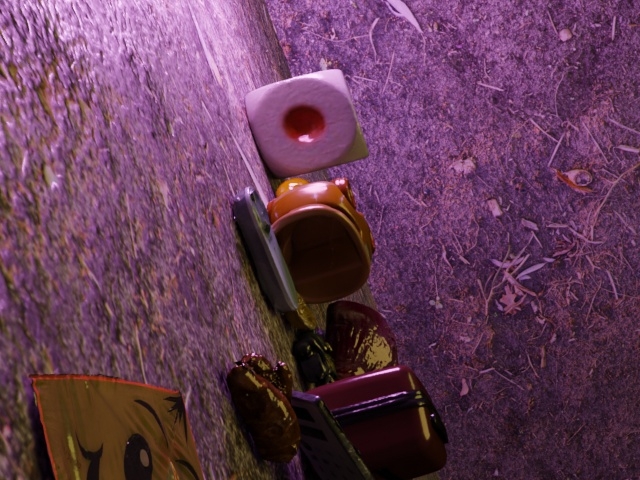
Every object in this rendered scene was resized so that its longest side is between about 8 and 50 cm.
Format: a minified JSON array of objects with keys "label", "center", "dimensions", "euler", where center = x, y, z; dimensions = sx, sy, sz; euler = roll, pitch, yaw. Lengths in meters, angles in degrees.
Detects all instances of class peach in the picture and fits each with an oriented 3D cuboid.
[{"label":"peach","center":[-0.050,-0.068,1.665],"dimensions":[0.179,0.103,0.179],"euler":[-21,90,-80]}]

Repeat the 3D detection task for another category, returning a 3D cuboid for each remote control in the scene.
[{"label":"remote control","center":[-0.100,0.020,1.278],"dimensions":[0.104,0.052,0.247],"euler":[-79,149,-78]}]

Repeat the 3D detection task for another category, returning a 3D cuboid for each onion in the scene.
[{"label":"onion","center":[0.095,0.288,1.530],"dimensions":[0.348,0.159,0.267],"euler":[-77,158,-67]}]

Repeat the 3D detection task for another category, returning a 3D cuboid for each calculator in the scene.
[{"label":"calculator","center":[0.017,0.321,1.023],"dimensions":[0.161,0.021,0.261],"euler":[-9,-64,58]}]

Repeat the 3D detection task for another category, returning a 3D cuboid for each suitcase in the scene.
[{"label":"suitcase","center":[0.103,0.346,1.245],"dimensions":[0.297,0.236,0.161],"euler":[57,17,-60]}]

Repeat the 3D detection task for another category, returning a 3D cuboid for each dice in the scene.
[{"label":"dice","center":[-0.032,-0.296,1.779],"dimensions":[0.251,0.259,0.243],"euler":[-67,141,-80]}]

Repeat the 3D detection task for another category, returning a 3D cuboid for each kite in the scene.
[{"label":"kite","center":[-0.142,0.237,0.602],"dimensions":[0.327,0.013,0.377],"euler":[-94,162,-64]}]

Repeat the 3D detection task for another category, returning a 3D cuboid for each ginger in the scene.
[{"label":"ginger","center":[-0.070,0.215,0.940],"dimensions":[0.103,0.074,0.162],"euler":[-91,159,-69]}]

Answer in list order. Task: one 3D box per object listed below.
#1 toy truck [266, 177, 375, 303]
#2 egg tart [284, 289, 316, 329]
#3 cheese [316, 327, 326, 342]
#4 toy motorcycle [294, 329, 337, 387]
[{"label":"toy truck","center":[0.000,0.000,1.473],"dimensions":[0.211,0.205,0.288],"euler":[-94,164,-53]},{"label":"egg tart","center":[-0.046,0.142,1.377],"dimensions":[0.105,0.039,0.105],"euler":[53,7,-10]},{"label":"cheese","center":[0.012,0.243,1.638],"dimensions":[0.120,0.026,0.067],"euler":[53,20,-67]},{"label":"toy motorcycle","center":[-0.012,0.231,1.373],"dimensions":[0.124,0.061,0.193],"euler":[54,11,-36]}]
